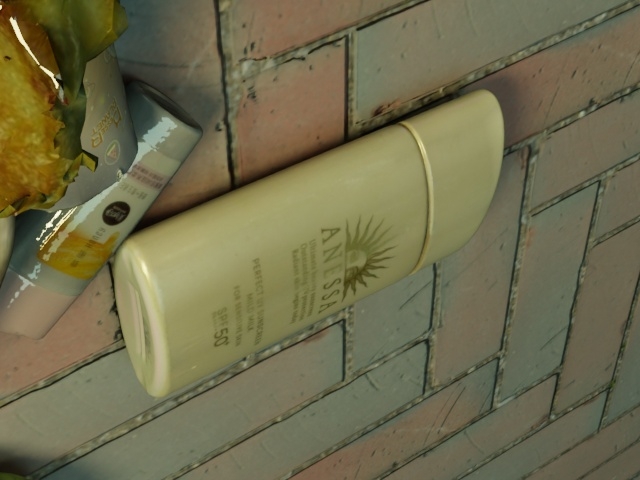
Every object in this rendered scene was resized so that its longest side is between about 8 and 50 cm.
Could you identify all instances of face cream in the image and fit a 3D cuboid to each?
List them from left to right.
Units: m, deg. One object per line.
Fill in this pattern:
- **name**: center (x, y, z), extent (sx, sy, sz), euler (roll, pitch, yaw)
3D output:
- **face cream**: center (-0.166, -0.018, 0.871), extent (0.198, 0.057, 0.084), euler (-51, 143, 10)
- **face cream**: center (0.000, 0.000, 1.031), extent (0.348, 0.081, 0.173), euler (-24, 141, -25)

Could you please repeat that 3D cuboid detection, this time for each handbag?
- **handbag**: center (-0.161, -0.098, 0.744), extent (0.095, 0.117, 0.173), euler (7, 138, 6)

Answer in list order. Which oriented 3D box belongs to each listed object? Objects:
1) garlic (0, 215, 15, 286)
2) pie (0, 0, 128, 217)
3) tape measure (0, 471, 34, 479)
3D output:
- **garlic**: center (-0.321, 0.025, 0.700), extent (0.279, 0.132, 0.325), euler (-13, 137, -37)
- **pie**: center (-0.220, -0.147, 0.468), extent (0.288, 0.355, 0.103), euler (-30, -169, 41)
- **tape measure**: center (-0.284, 0.258, 1.013), extent (0.154, 0.087, 0.177), euler (18, 112, -38)
